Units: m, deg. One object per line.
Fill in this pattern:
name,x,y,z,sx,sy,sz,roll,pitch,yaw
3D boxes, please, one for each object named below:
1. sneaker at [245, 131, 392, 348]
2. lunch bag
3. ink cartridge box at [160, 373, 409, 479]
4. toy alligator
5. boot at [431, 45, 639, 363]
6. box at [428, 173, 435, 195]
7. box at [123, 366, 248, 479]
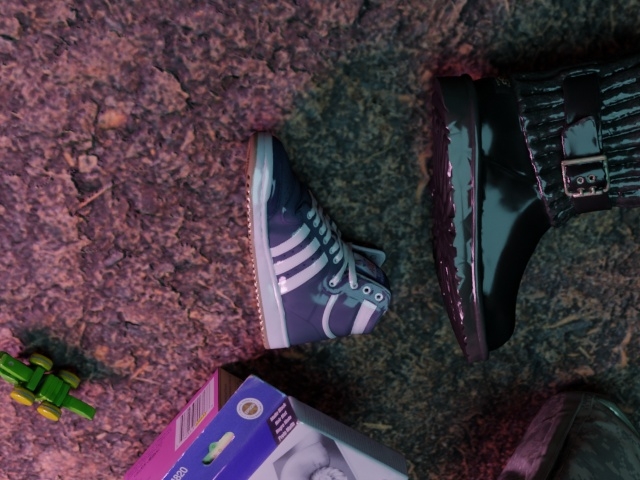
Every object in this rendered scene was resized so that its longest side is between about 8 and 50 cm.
sneaker,0.000,0.000,1.205,0.153,0.099,0.282,-3,127,2
lunch bag,0.295,0.354,1.319,0.212,0.305,0.256,-3,112,31
ink cartridge box,-0.050,0.287,1.264,0.224,0.045,0.223,31,113,-20
toy alligator,-0.353,0.162,1.296,0.189,0.056,0.051,36,151,-23
boot,0.257,-0.030,1.162,0.260,0.131,0.348,-6,119,-3
box,0.215,-0.086,1.219,0.162,0.029,0.116,11,118,-13
box,-0.091,0.315,1.371,0.243,0.117,0.213,33,112,-21
